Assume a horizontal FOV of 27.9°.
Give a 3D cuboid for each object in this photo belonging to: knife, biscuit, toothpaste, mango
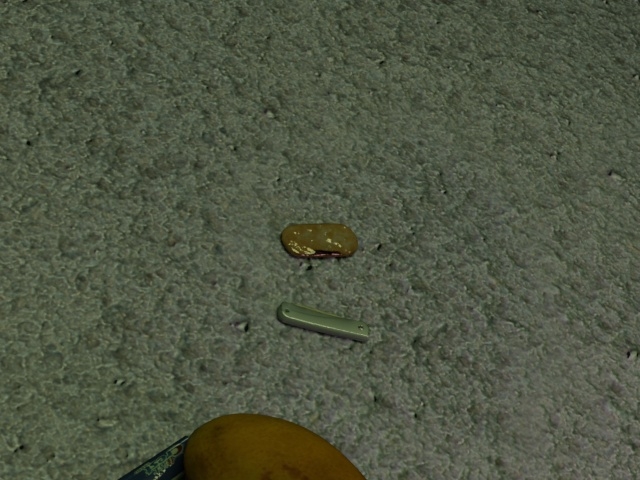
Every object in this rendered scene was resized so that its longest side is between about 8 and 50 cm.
[{"bbox_3d":[0.005,0.134,2.149,0.162,0.023,0.044,15,45,-13],"label":"knife"},{"bbox_3d":[0.000,0.000,2.257,0.147,0.018,0.071,-2,52,-25],"label":"biscuit"},{"bbox_3d":[-0.253,0.350,1.845,0.268,0.047,0.069,-33,85,-36],"label":"toothpaste"},{"bbox_3d":[-0.046,0.394,1.790,0.264,0.221,0.378,-19,55,-32],"label":"mango"}]
